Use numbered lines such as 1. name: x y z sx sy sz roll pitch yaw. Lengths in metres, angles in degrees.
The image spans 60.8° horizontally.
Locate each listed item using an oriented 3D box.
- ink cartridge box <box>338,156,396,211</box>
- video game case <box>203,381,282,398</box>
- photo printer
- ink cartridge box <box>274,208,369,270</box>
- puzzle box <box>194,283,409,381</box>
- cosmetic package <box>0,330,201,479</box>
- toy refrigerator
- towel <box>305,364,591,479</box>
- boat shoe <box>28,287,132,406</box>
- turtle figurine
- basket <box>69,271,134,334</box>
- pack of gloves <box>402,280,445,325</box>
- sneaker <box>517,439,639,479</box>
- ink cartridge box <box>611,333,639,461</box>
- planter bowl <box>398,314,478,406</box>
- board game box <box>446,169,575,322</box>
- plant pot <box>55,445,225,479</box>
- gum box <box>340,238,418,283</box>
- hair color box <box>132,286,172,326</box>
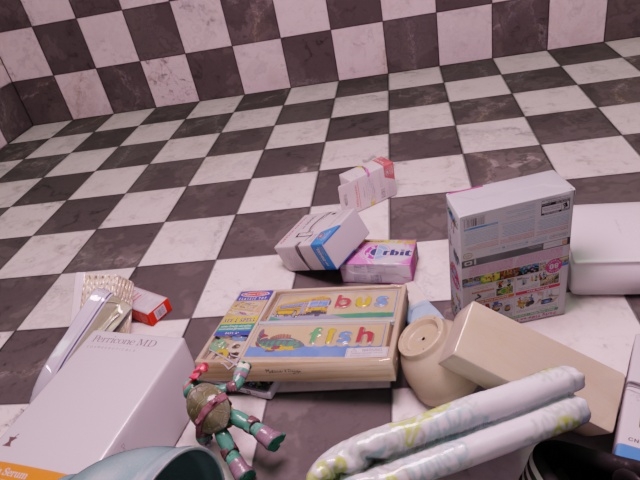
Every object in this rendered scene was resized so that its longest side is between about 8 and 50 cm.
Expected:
1. ink cartridge box: 0.128 -0.162 1.653 0.198 0.115 0.067 -25 36 -20
2. video game case: -0.139 0.253 1.194 0.173 0.022 0.190 5 36 26
3. photo printer: 0.699 0.012 1.207 0.307 0.107 0.256 -2 34 16
4. ink cartridge box: 0.000 0.000 1.403 0.203 0.086 0.148 -4 36 49
5. puzzle box: -0.026 0.189 1.156 0.408 0.052 0.272 -4 25 16
6. cosmetic package: -0.418 0.377 0.968 0.230 0.162 0.453 0 34 18
7. toy refrigerator: 0.344 0.215 0.907 0.269 0.094 0.102 25 66 5
8. towel: 0.159 0.290 0.778 0.374 0.320 0.090 -17 64 -7
9. boat shoe: -0.515 0.251 1.176 0.094 0.109 0.302 25 77 -2
10. turtle figurine: -0.181 0.314 0.989 0.234 0.118 0.175 39 101 29
11. basket: -0.520 0.165 1.308 0.103 0.113 0.167 -4 72 5
12. pack of gloves: 0.159 0.184 1.199 0.195 0.046 0.232 -17 24 -5
13. sneaker: 0.334 0.414 0.573 0.169 0.258 0.447 -16 33 -6
14. ink cartridge box: 0.555 0.302 0.791 0.223 0.129 0.307 10 38 31
15. planter bowl: 0.212 0.208 1.009 0.162 0.109 0.162 -35 22 17
16. board game box: 0.376 0.032 1.100 0.223 0.303 0.097 -12 32 -1
17. plant pot: -0.278 0.417 0.728 0.196 0.293 0.293 1 35 16
18. gum box: 0.143 0.051 1.370 0.188 0.062 0.107 0 34 19
19. hair color box: -0.461 0.168 1.409 0.141 0.043 0.072 13 40 32
